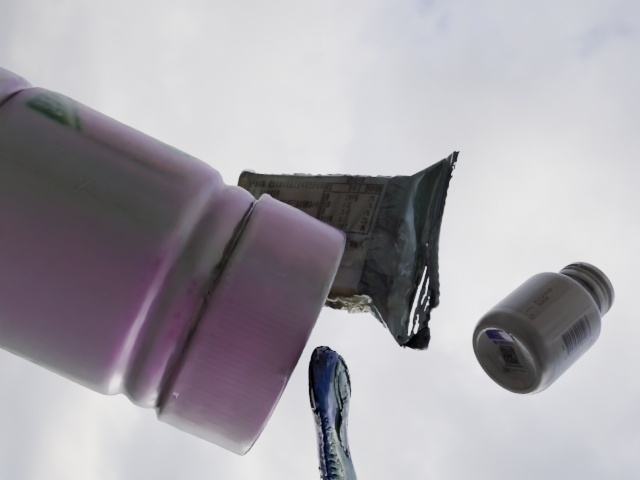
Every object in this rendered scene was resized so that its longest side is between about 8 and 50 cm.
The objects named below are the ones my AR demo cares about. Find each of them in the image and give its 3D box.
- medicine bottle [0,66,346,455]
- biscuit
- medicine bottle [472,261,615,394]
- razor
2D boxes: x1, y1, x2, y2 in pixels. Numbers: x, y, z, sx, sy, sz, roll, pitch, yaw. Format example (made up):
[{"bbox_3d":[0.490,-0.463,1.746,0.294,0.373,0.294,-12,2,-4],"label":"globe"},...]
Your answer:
[{"bbox_3d":[-0.166,0.016,0.663,0.212,0.326,0.212,-156,-90,-88],"label":"medicine bottle"},{"bbox_3d":[-0.001,0.005,0.828,0.309,0.079,0.185,3,-106,41],"label":"biscuit"},{"bbox_3d":[0.335,0.119,1.183,0.135,0.215,0.135,34,-40,34],"label":"medicine bottle"},{"bbox_3d":[0.010,0.204,0.649,0.093,0.056,0.324,-65,163,-49],"label":"razor"}]
